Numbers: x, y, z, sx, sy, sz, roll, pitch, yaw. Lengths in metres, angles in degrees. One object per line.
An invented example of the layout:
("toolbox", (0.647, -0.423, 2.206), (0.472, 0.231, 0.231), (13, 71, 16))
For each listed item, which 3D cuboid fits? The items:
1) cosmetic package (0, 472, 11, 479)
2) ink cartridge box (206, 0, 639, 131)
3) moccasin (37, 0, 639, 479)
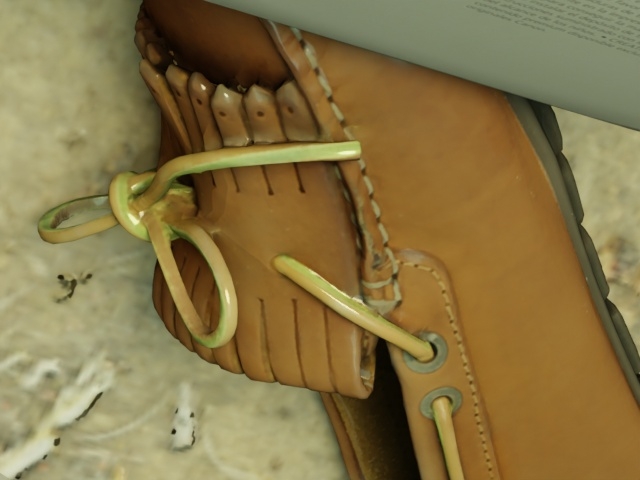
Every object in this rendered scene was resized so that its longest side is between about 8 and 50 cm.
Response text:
("cosmetic package", (-0.176, 0.114, 0.571), (0.117, 0.085, 0.231), (-42, 121, 8))
("ink cartridge box", (0.014, -0.192, 0.367), (0.309, 0.130, 0.272), (14, 82, -20))
("moccasin", (-0.001, -0.002, 0.540), (0.147, 0.139, 0.380), (-35, 129, -7))
